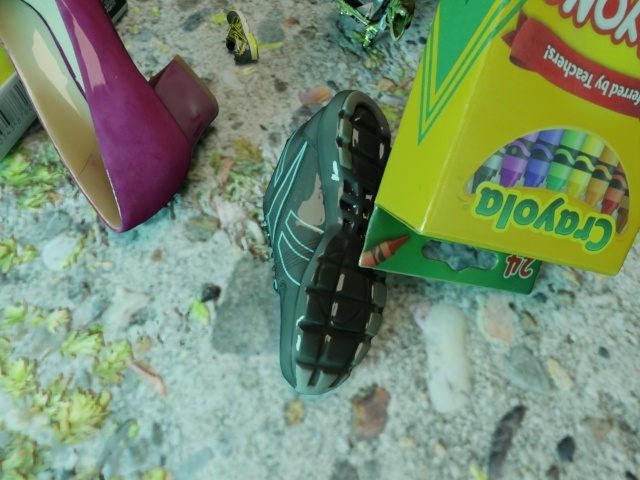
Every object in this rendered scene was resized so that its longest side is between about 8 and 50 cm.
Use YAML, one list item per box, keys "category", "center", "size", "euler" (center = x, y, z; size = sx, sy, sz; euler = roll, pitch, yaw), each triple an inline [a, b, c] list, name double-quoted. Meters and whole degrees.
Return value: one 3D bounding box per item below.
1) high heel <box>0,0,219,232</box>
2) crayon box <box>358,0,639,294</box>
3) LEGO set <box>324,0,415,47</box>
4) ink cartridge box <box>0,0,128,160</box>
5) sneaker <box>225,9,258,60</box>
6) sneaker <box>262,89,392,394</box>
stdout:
- category: "high heel"
  center: [-0.259, -0.179, 0.391]
  size: [0.377, 0.127, 0.181]
  euler: [39, 50, -23]
- category: "crayon box"
  center: [0.173, -0.098, 0.355]
  size: [0.202, 0.319, 0.081]
  euler: [10, 16, -23]
- category: "LEGO set"
  center: [0.102, -0.267, 0.515]
  size: [0.331, 0.192, 0.255]
  euler: [34, 41, -1]
- category: "ink cartridge box"
  center: [-0.435, -0.240, 0.534]
  size: [0.307, 0.072, 0.304]
  euler: [16, 61, 2]
- category: "sneaker"
  center: [-0.106, -0.259, 0.592]
  size: [0.035, 0.031, 0.083]
  euler: [-20, 64, -15]
- category: "sneaker"
  center: [0.000, 0.000, 0.430]
  size: [0.101, 0.106, 0.267]
  euler: [24, 69, -42]
